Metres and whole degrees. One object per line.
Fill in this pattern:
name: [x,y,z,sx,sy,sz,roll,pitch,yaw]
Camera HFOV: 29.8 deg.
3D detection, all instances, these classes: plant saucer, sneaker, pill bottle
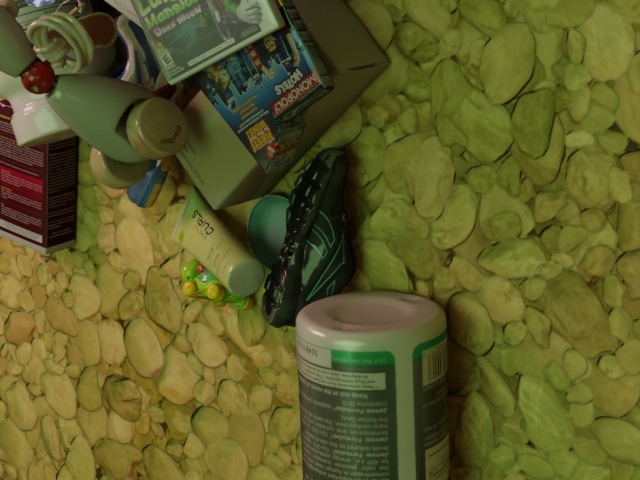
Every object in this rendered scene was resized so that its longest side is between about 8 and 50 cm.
plant saucer: [-0.056,-0.010,1.770,0.119,0.021,0.119,11,110,34]
sneaker: [0.000,0.000,1.692,0.101,0.106,0.267,-128,53,-65]
pill bottle: [-0.436,-0.339,1.846,0.210,0.210,0.363,-14,95,39]
sneaker: [-0.272,-0.198,1.797,0.130,0.112,0.297,9,106,-11]
pill bottle: [0.074,0.266,1.634,0.204,0.204,0.361,8,107,36]

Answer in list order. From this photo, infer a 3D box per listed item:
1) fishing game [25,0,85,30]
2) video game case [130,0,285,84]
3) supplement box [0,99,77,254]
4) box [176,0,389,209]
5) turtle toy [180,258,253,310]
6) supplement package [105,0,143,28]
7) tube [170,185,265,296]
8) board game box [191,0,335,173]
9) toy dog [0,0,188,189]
fishing game: [-0.398,-0.413,1.651,0.189,0.041,0.264,-23,82,46]
video game case: [-0.154,-0.308,1.499,0.190,0.022,0.173,-21,96,34]
supplement box: [-0.480,-0.112,2.033,0.130,0.073,0.240,20,115,31]
box: [-0.065,-0.194,1.659,0.148,0.121,0.311,54,128,13]
turtle toy: [-0.163,0.063,1.838,0.130,0.095,0.066,7,79,35]
supplement package: [-0.201,-0.394,1.652,0.262,0.204,0.145,37,122,24]
tube: [-0.162,0.006,1.789,0.240,0.070,0.062,42,160,51]
board game box: [-0.064,-0.197,1.539,0.194,0.060,0.194,-30,86,39]
toy dog: [-0.309,-0.225,1.640,0.220,0.161,0.334,-3,138,32]
